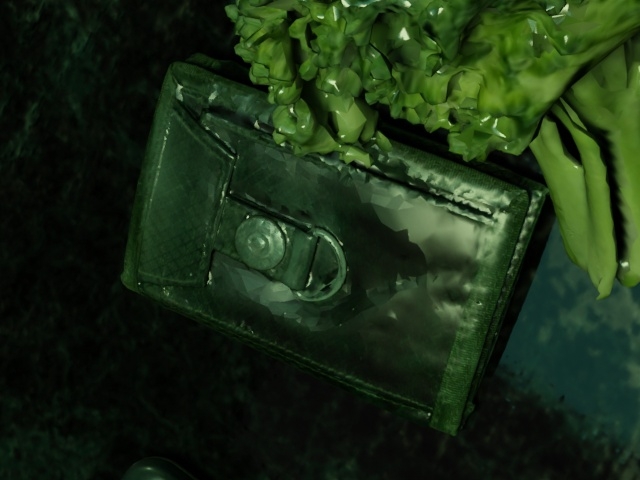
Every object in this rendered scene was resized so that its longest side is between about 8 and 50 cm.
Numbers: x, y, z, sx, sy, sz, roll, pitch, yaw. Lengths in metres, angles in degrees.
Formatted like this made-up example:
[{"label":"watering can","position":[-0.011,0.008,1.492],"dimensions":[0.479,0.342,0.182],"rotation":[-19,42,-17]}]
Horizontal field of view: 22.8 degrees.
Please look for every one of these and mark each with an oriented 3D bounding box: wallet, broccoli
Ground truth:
[{"label":"wallet","position":[-0.001,0.001,0.925],"dimensions":[0.236,0.055,0.160],"rotation":[23,109,21]},{"label":"broccoli","position":[0.137,-0.147,0.771],"dimensions":[0.375,0.302,0.249],"rotation":[-21,61,-2]}]

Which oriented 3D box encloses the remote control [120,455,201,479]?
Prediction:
[{"label":"remote control","position":[-0.044,0.219,0.961],"dimensions":[0.222,0.042,0.072],"rotation":[39,110,17]}]
